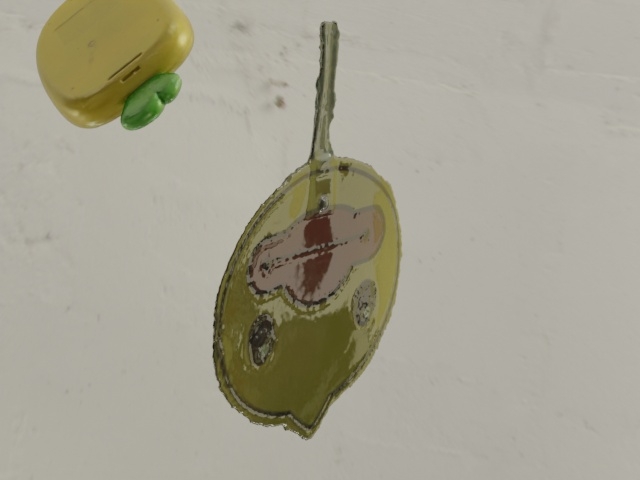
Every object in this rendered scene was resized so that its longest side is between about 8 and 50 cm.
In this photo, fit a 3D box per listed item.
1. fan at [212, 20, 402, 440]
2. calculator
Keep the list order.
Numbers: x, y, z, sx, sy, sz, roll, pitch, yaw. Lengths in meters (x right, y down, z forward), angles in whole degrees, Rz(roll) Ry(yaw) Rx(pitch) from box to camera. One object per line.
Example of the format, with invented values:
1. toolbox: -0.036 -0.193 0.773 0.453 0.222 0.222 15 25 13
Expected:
1. fan: -0.001 0.000 0.889 0.229 0.011 0.335 -17 -64 -49
2. calculator: -0.191 -0.175 1.061 0.146 0.235 0.032 -40 -47 -2
